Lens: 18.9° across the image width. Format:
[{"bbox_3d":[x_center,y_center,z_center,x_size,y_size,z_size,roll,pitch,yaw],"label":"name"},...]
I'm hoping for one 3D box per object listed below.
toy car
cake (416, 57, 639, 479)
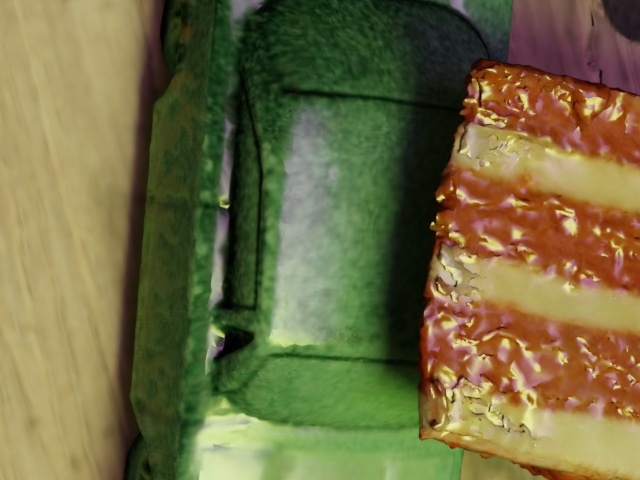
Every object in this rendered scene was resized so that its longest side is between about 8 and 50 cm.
[{"bbox_3d":[0.000,0.000,0.732,0.141,0.097,0.321,5,91,-29],"label":"toy car"},{"bbox_3d":[0.160,0.035,0.728,0.262,0.159,0.158,15,85,-58],"label":"cake"}]
